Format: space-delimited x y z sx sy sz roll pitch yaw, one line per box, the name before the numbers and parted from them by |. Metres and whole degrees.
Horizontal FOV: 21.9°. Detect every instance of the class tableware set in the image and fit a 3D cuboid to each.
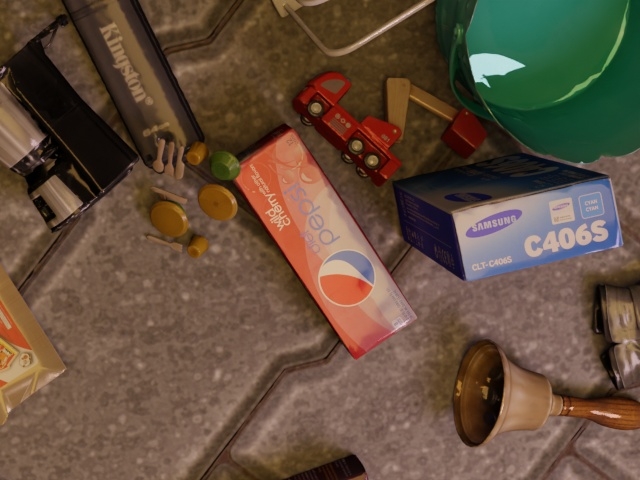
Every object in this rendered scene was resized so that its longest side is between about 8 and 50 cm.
tableware set | -0.139 -0.046 1.841 0.104 0.024 0.154 20 129 11

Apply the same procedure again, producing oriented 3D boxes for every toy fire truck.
toy fire truck | 0.078 -0.137 1.873 0.192 0.047 0.135 43 74 -1

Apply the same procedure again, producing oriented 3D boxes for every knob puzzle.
knob puzzle | -0.412 0.127 1.853 0.213 0.030 0.213 0 89 -17

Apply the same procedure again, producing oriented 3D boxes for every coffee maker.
coffee maker | -0.284 -0.126 1.799 0.171 0.120 0.178 -42 101 -1

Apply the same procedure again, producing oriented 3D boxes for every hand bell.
hand bell | 0.290 0.196 1.943 0.242 0.126 0.126 11 97 -22

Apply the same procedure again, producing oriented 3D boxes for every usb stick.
usb stick | -0.216 -0.209 1.833 0.077 0.045 0.278 -26 101 -1

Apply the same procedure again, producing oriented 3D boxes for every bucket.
bucket | 0.263 -0.232 1.795 0.281 0.183 0.281 -4 109 -12

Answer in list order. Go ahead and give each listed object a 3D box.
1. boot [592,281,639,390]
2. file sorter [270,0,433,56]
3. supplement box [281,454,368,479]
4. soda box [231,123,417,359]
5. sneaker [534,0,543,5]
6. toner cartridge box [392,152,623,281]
boot | 0.400 0.053 1.937 0.161 0.083 0.247 -5 97 -1
file sorter | 0.004 -0.366 1.727 0.192 0.173 0.278 -32 125 -3
supplement box | -0.025 0.334 1.917 0.188 0.081 0.104 -19 100 -5
soda box | 0.000 0.000 1.873 0.092 0.083 0.263 -34 101 -1
sneaker | 0.262 -0.304 1.894 0.037 0.032 0.083 40 89 6
toner cartridge box | 0.188 -0.032 1.758 0.165 0.348 0.075 -14 98 -6
